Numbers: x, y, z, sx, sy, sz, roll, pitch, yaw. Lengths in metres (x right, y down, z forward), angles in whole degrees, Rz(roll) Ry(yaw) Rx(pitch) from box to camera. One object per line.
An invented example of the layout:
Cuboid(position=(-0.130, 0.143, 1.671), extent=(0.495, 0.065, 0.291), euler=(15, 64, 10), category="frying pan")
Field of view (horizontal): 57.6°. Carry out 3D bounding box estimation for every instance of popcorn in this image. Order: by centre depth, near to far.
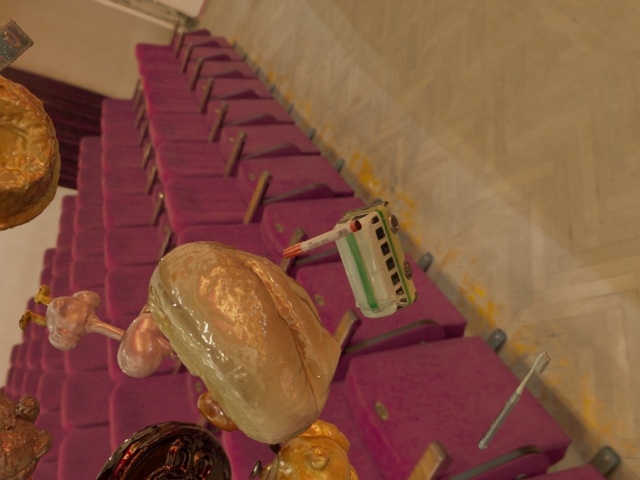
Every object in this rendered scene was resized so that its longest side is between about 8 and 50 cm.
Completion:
Cuboid(position=(-0.027, 0.564, 1.331), extent=(0.316, 0.281, 0.297), euler=(92, -157, -73), category="popcorn")

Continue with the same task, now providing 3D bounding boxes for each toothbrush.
Cuboid(position=(0.327, 0.277, 0.989), extent=(0.219, 0.016, 0.019), euler=(-64, 31, 23), category="toothbrush")

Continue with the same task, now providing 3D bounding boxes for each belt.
Cuboid(position=(-0.657, -0.366, 1.140), extent=(0.148, 0.082, 0.163), euler=(-28, 33, 3), category="belt")

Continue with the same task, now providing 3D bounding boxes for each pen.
Cuboid(position=(0.000, 0.000, 1.372), extent=(0.239, 0.028, 0.028), euler=(-22, 58, 39), category="pen")

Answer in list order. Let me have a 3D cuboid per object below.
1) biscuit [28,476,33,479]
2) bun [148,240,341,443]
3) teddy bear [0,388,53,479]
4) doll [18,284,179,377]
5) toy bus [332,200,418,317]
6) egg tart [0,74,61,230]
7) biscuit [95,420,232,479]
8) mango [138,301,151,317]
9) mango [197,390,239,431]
Cuboid(position=(-0.849, 0.648, 1.480), extent=(0.204, 0.309, 0.040), euler=(-50, 11, -35), category="biscuit")
Cuboid(position=(-0.111, 0.150, 0.937), extent=(0.219, 0.365, 0.365), euler=(-38, 17, -21), category="bun")
Cuboid(position=(-0.711, 0.431, 1.253), extent=(0.267, 0.236, 0.151), euler=(14, 130, 49), category="teddy bear")
Cuboid(position=(-0.501, 0.211, 1.365), extent=(0.094, 0.365, 0.160), euler=(125, 165, -47), category="doll")
Cuboid(position=(0.135, 0.058, 1.467), extent=(0.134, 0.165, 0.276), euler=(-15, 100, 30), category="toy bus")
Cuboid(position=(-0.570, -0.159, 1.008), extent=(0.115, 0.290, 0.290), euler=(-3, 75, 39), category="egg tart")
Cuboid(position=(-0.370, 0.643, 1.404), extent=(0.091, 0.407, 0.407), euler=(-3, 75, 39), category="biscuit")
Cuboid(position=(-0.493, 0.218, 1.731), extent=(0.159, 0.084, 0.105), euler=(-31, 41, 19), category="mango")
Cuboid(position=(-0.210, 0.351, 1.209), extent=(0.127, 0.063, 0.077), euler=(17, 108, 34), category="mango")
